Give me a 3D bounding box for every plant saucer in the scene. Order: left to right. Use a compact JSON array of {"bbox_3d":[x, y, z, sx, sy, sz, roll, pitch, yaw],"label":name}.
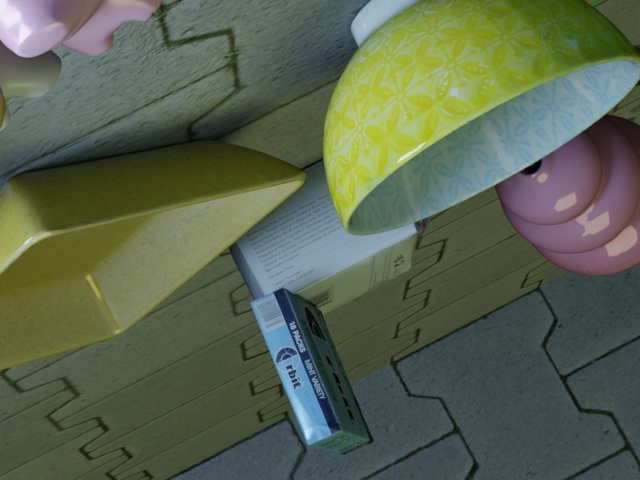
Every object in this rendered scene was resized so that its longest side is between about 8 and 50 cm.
[{"bbox_3d":[-0.227,0.015,1.618,0.333,0.081,0.333,-16,163,-48],"label":"plant saucer"}]

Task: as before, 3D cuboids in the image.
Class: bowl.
[{"bbox_3d":[0.110,-0.140,1.535,0.289,0.156,0.289,-27,168,-6],"label":"bowl"}]

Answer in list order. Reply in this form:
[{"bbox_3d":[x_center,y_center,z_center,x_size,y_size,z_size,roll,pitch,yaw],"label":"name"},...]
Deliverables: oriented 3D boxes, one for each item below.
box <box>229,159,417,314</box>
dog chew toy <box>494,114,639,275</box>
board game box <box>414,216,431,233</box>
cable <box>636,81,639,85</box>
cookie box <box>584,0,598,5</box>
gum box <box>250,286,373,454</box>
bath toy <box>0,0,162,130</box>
[{"bbox_3d":[0.000,0.000,1.970,0.182,0.119,0.181,-27,167,-7],"label":"box"},{"bbox_3d":[0.313,-0.068,2.227,0.206,0.206,0.332,-32,160,19],"label":"dog chew toy"},{"bbox_3d":[0.140,-0.085,1.877,0.133,0.033,0.169,87,24,-49],"label":"board game box"},{"bbox_3d":[0.433,-0.230,2.205,0.287,0.072,0.139,-11,180,-20],"label":"cable"},{"bbox_3d":[0.211,-0.227,1.678,0.092,0.040,0.107,-35,166,33],"label":"cookie box"},{"bbox_3d":[-0.006,0.138,1.871,0.041,0.157,0.184,-25,167,7],"label":"gum box"},{"bbox_3d":[-0.164,-0.145,0.998,0.348,0.151,0.129,-35,131,28],"label":"bath toy"}]
